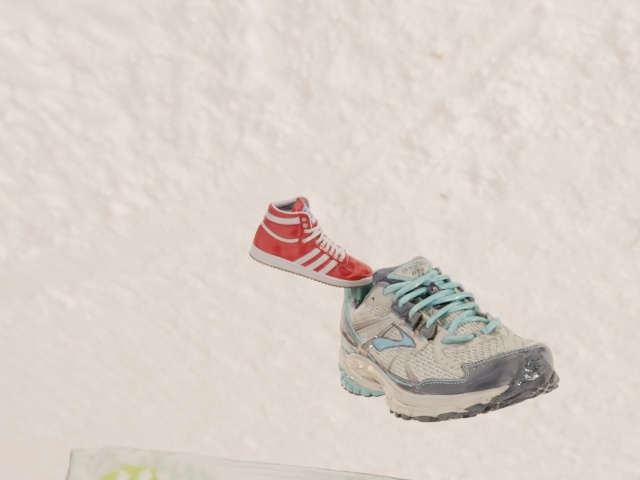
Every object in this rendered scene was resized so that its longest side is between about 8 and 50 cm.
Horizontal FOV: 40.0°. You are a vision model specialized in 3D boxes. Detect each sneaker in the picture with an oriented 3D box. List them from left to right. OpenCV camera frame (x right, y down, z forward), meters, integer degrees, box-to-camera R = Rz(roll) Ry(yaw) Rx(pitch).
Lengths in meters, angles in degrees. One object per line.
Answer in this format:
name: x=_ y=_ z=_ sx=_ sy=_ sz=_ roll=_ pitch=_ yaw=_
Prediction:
sneaker: x=0.000 y=0.000 z=0.804 sx=0.118 sy=0.042 sz=0.067 roll=15 pitch=112 yaw=-11
sneaker: x=0.084 y=0.076 z=0.739 sx=0.110 sy=0.122 sz=0.283 roll=-9 pitch=-178 yaw=-26

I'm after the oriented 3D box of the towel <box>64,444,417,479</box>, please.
towel: x=0.034 y=0.271 z=0.408 sx=0.374 sy=0.321 sz=0.090 roll=10 pitch=149 yaw=-8
